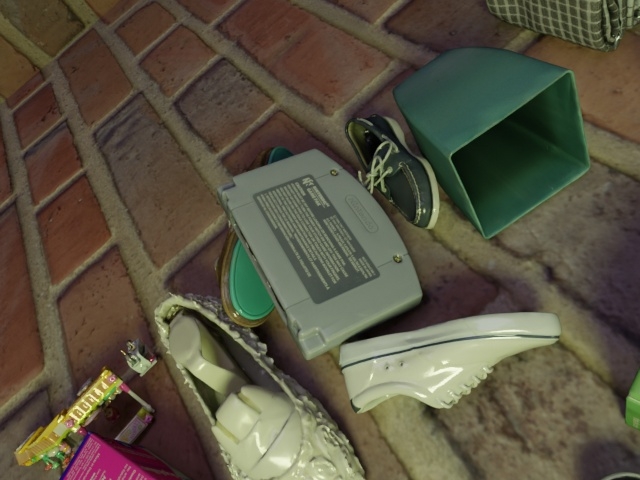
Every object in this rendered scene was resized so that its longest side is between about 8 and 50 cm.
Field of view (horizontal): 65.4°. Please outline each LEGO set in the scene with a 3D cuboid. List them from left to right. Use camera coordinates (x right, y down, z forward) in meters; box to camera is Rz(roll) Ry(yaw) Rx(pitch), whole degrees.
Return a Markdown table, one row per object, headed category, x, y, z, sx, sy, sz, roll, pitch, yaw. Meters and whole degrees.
| category | x | y | z | sx | sy | sz | roll | pitch | yaw |
| --- | --- | --- | --- | --- | --- | --- | --- | --- | --- |
| LEGO set | -0.358 | 0.292 | 0.774 | 0.287 | 0.107 | 0.132 | -44 | 13 | 3 |

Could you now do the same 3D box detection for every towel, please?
| category | x | y | z | sx | sy | sz | roll | pitch | yaw |
| --- | --- | --- | --- | --- | --- | --- | --- | --- | --- |
| towel | 0.332 | -0.423 | 0.713 | 0.121 | 0.283 | 0.235 | -42 | 47 | 0 |

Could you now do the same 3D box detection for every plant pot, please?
| category | x | y | z | sx | sy | sz | roll | pitch | yaw |
| --- | --- | --- | --- | --- | --- | --- | --- | --- | --- |
| plant pot | 0.211 | -0.160 | 0.693 | 0.165 | 0.166 | 0.234 | -35 | 40 | 5 |

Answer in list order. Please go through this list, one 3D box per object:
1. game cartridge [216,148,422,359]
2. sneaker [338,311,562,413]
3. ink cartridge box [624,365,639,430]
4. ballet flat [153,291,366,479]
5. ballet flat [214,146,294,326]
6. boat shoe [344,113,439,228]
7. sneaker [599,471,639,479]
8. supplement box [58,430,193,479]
| category | x | y | z | sx | sy | sz | roll | pitch | yaw |
| --- | --- | --- | --- | --- | --- | --- | --- | --- | --- |
| game cartridge | 0.000 | 0.000 | 0.701 | 0.198 | 0.062 | 0.297 | -20 | 58 | -21 |
| sneaker | 0.147 | 0.144 | 0.576 | 0.258 | 0.094 | 0.091 | -18 | 70 | 24 |
| ink cartridge box | 0.431 | 0.119 | 0.394 | 0.278 | 0.117 | 0.201 | 23 | 73 | 39 |
| ballet flat | -0.112 | 0.202 | 0.646 | 0.147 | 0.147 | 0.409 | -47 | 49 | -6 |
| ballet flat | -0.115 | -0.006 | 0.816 | 0.124 | 0.116 | 0.342 | -26 | 46 | 40 |
| boat shoe | 0.101 | -0.111 | 0.744 | 0.079 | 0.095 | 0.254 | 0 | 47 | -18 |
| sneaker | 0.302 | 0.276 | 0.338 | 0.101 | 0.153 | 0.268 | -37 | 48 | 3 |
| supplement box | -0.224 | 0.344 | 0.626 | 0.220 | 0.111 | 0.114 | 13 | 66 | 35 |
